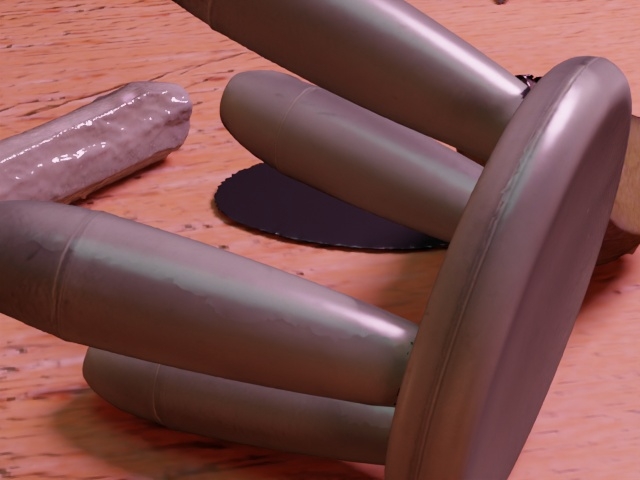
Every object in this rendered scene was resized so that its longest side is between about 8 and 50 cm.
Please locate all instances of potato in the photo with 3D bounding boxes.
[{"bbox_3d":[0.114,-0.021,0.632,0.100,0.089,0.172,-11,-8,33],"label":"potato"}]

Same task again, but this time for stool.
[{"bbox_3d":[0.000,0.000,0.502,0.198,0.195,0.195,19,73,20],"label":"stool"}]

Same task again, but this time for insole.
[{"bbox_3d":[0.099,-0.027,0.729,0.322,0.007,0.109,-1,35,-2],"label":"insole"}]

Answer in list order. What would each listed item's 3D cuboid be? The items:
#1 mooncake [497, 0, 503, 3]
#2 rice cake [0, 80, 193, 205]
[{"bbox_3d":[0.223,-0.153,0.893,0.346,0.057,0.150,28,29,27],"label":"mooncake"},{"bbox_3d":[-0.178,-0.030,0.694,0.057,0.052,0.256,22,39,35],"label":"rice cake"}]
